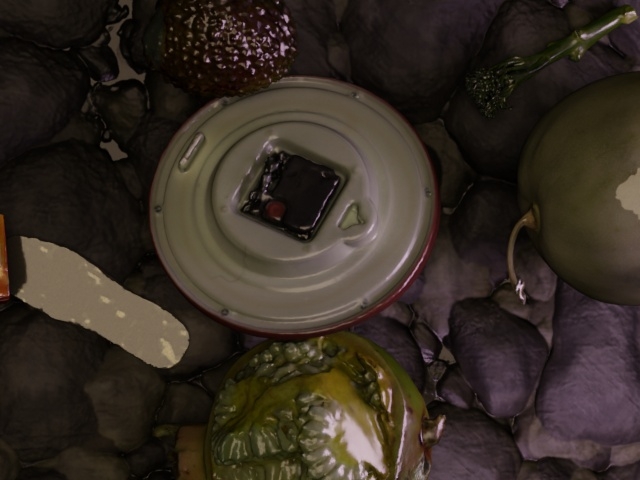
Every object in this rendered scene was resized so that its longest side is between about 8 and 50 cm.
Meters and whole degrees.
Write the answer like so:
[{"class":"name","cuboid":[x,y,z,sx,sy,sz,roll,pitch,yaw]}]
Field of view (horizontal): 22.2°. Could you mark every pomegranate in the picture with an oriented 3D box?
[{"class":"pomegranate","cuboid":[-0.033,0.230,1.781,0.341,0.260,0.260,-7,95,27]}]

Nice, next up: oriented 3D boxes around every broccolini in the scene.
[{"class":"broccolini","cuboid":[0.264,-0.216,1.852,0.216,0.067,0.058,-31,134,-1]}]

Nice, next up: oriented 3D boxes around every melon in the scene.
[{"class":"melon","cuboid":[0.357,-0.058,1.775,0.308,0.272,0.271,7,94,-16]}]

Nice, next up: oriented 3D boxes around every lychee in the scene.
[{"class":"lychee","cuboid":[-0.105,-0.228,1.780,0.171,0.171,0.171,0,94,-4]}]

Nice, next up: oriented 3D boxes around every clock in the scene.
[{"class":"clock","cuboid":[-0.029,-0.042,1.765,0.319,0.080,0.318,-2,63,4]}]

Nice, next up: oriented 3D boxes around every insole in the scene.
[{"class":"insole","cuboid":[-0.262,0.068,1.858,0.248,0.011,0.081,30,92,-5]}]

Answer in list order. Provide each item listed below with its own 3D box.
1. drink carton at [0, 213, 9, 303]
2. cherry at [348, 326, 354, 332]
[{"class":"drink carton","cuboid":[-0.455,0.026,1.779,0.223,0.071,0.096,-3,82,-14]},{"class":"cherry","cuboid":[0.005,0.053,1.835,0.126,0.087,0.106,28,64,-9]}]
